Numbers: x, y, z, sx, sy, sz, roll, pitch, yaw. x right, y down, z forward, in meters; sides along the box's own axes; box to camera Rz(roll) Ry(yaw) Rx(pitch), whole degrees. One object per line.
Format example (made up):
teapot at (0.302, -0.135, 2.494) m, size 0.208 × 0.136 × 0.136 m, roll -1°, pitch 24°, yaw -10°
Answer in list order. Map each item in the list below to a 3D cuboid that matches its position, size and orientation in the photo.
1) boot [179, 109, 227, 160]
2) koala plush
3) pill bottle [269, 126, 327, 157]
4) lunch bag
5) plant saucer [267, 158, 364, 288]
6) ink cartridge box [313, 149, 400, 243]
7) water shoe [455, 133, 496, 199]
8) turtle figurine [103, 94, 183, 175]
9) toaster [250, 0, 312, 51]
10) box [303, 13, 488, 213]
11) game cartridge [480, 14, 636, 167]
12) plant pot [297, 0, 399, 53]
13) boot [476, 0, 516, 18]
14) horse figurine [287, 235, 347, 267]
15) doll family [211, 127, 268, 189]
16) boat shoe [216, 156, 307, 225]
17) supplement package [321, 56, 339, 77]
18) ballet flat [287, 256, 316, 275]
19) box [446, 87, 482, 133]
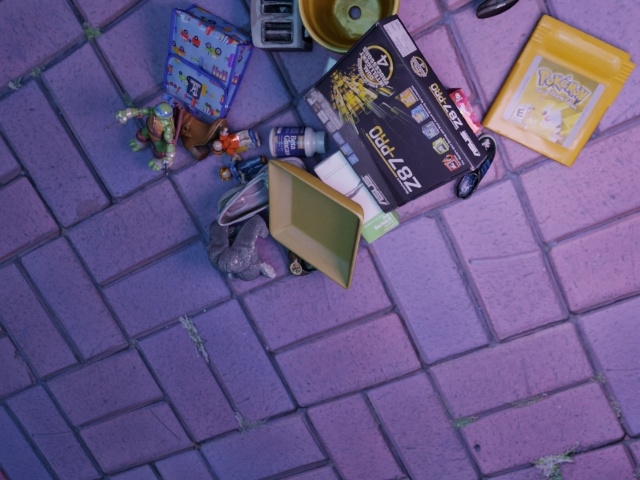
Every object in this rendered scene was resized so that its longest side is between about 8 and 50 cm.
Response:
boot at (-0.391, -0.363, 1.506) m, size 0.197 × 0.073 × 0.152 m, roll -39°, pitch 89°, yaw 35°
koala plush at (-0.258, 0.061, 1.577) m, size 0.196 × 0.203 × 0.221 m, roll -3°, pitch 143°, yaw 14°
pill bottle at (-0.066, -0.304, 1.469) m, size 0.169 × 0.094 × 0.094 m, roll 1°, pitch 107°, yaw 10°
lunch bag at (-0.354, -0.522, 1.457) m, size 0.221 × 0.138 × 0.293 m, roll 29°, pitch 125°, yaw 0°
plant saucer at (-0.007, -0.058, 1.395) m, size 0.332 × 0.081 × 0.333 m, roll 34°, pitch 145°, yaw 21°
ink cartridge box at (0.117, -0.151, 1.426) m, size 0.114 × 0.198 × 0.273 m, roll -34°, pitch 98°, yaw 18°
water shoe at (0.465, -0.211, 1.405) m, size 0.073 × 0.080 × 0.203 m, roll 20°, pitch 109°, yaw 4°
turtle figurine at (-0.542, -0.301, 1.458) m, size 0.197 × 0.266 × 0.275 m, roll 15°, pitch 69°, yaw -19°
toaster at (-0.115, -0.637, 1.370) m, size 0.185 × 0.110 × 0.168 m, roll 4°, pitch 106°, yaw 9°
box at (0.174, -0.293, 1.192) m, size 0.395 × 0.097 × 0.318 m, roll 55°, pitch 144°, yaw -7°
game cartridge at (0.657, -0.409, 1.326) m, size 0.285 × 0.053 × 0.324 m, roll 26°, pitch 110°, yaw 2°
plant pot at (0.085, -0.623, 1.269) m, size 0.254 × 0.239 × 0.254 m, roll 3°, pitch 107°, yaw 9°
boot at (0.483, -0.745, 1.249) m, size 0.263 × 0.091 × 0.229 m, roll -32°, pitch 93°, yaw 14°
horse figurine at (0.000, 0.000, 1.543) m, size 0.263 × 0.066 × 0.175 m, roll -8°, pitch 73°, yaw 22°
doll family at (-0.258, -0.254, 1.525) m, size 0.163 × 0.118 × 0.263 m, roll -14°, pitch 124°, yaw 7°
boat shoe at (-0.183, -0.145, 1.471) m, size 0.320 × 0.103 × 0.118 m, roll -25°, pitch 124°, yaw 13°
supplement package at (0.122, -0.418, 1.378) m, size 0.244 × 0.134 × 0.139 m, roll 22°, pitch 109°, yaw 3°
ballet flat at (0.001, 0.060, 1.585) m, size 0.249 × 0.058 × 0.084 m, roll -18°, pitch 102°, yaw 15°
box at (0.339, -0.333, 1.299) m, size 0.128 × 0.257 × 0.123 m, roll -27°, pitch 101°, yaw 17°
